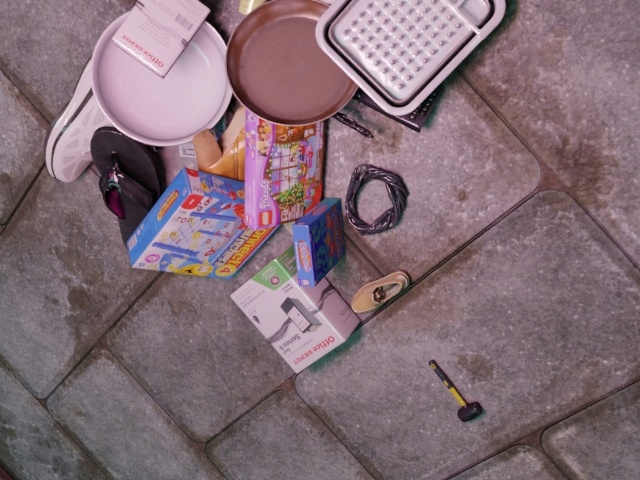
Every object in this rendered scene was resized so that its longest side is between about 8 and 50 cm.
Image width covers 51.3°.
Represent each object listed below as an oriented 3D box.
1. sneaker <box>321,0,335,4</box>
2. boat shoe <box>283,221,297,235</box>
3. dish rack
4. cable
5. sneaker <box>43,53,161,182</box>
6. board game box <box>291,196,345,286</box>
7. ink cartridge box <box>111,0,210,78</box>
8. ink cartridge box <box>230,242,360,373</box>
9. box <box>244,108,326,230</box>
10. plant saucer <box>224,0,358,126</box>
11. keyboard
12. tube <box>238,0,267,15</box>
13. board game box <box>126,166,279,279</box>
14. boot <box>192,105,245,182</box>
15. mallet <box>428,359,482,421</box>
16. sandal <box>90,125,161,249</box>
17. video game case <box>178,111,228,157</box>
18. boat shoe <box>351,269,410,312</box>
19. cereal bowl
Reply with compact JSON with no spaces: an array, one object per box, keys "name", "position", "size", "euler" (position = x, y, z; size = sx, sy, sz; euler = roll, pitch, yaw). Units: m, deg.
[{"name":"sneaker","position":[0.036,-0.654,1.419],"size":[0.131,0.112,0.296],"euler":[20,118,17]},{"name":"boat shoe","position":[-0.061,-0.040,1.765],"size":[0.137,0.043,0.049],"euler":[57,134,10]},{"name":"dish rack","position":[0.186,-0.463,1.412],"size":[0.285,0.072,0.333],"euler":[45,104,1]},{"name":"cable","position":[0.134,-0.093,1.658],"size":[0.151,0.047,0.184],"euler":[19,116,11]},{"name":"sneaker","position":[-0.581,-0.278,1.832],"size":[0.257,0.169,0.447],"euler":[41,120,6]},{"name":"board game box","position":[0.000,0.000,1.657],"size":[0.047,0.210,0.160],"euler":[3,113,23]},{"name":"ink cartridge box","position":[-0.366,-0.491,1.536],"size":[0.140,0.082,0.190],"euler":[35,89,-16]},{"name":"ink cartridge box","position":[-0.067,0.186,1.819],"size":[0.289,0.121,0.211],"euler":[49,123,-2]},{"name":"box","position":[-0.086,-0.184,1.624],"size":[0.057,0.201,0.293],"euler":[31,127,46]},{"name":"plant saucer","position":[-0.058,-0.397,1.501],"size":[0.311,0.050,0.310],"euler":[0,80,0]},{"name":"keyboard","position":[0.099,-0.339,1.531],"size":[0.317,0.033,0.201],"euler":[30,98,12]},{"name":"tube","position":[-0.135,-0.640,1.538],"size":[0.070,0.062,0.240],"euler":[8,116,-23]},{"name":"board game box","position":[-0.292,-0.031,1.732],"size":[0.308,0.302,0.086],"euler":[-45,51,33]},{"name":"boot","position":[-0.174,-0.233,1.700],"size":[0.104,0.295,0.211],"euler":[58,170,35]},{"name":"mallet","position":[0.357,0.392,1.764],"size":[0.062,0.039,0.189],"euler":[-30,93,31]},{"name":"sandal","position":[-0.517,-0.107,1.839],"size":[0.168,0.107,0.445],"euler":[-1,130,8]},{"name":"video game case","position":[-0.317,-0.290,1.793],"size":[0.157,0.019,0.143],"euler":[8,114,23]},{"name":"boat shoe","position":[0.145,0.140,1.729],"size":[0.190,0.072,0.068],"euler":[-39,92,33]},{"name":"cereal bowl","position":[-0.388,-0.401,1.658],"size":[0.339,0.141,0.338],"euler":[-2,97,-12]}]
